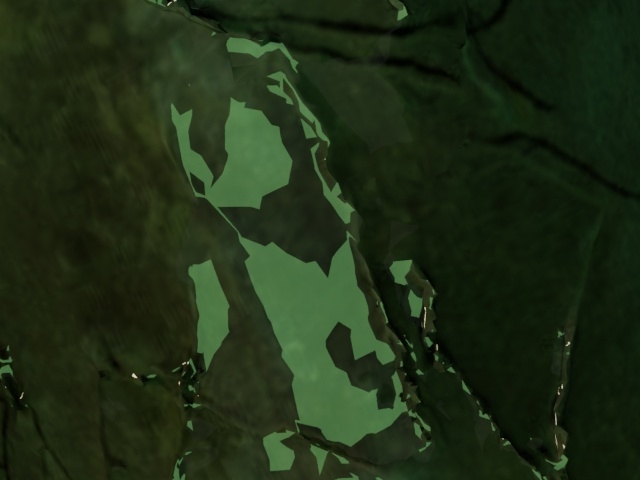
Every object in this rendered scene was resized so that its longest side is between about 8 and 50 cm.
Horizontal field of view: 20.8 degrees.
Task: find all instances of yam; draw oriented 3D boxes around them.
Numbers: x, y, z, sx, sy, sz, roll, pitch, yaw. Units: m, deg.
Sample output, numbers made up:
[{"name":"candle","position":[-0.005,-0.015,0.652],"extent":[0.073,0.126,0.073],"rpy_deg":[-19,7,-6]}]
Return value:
[{"name":"yam","position":[0.000,0.000,0.492],"extent":[0.241,0.241,0.348],"rpy_deg":[-16,99,3]}]
